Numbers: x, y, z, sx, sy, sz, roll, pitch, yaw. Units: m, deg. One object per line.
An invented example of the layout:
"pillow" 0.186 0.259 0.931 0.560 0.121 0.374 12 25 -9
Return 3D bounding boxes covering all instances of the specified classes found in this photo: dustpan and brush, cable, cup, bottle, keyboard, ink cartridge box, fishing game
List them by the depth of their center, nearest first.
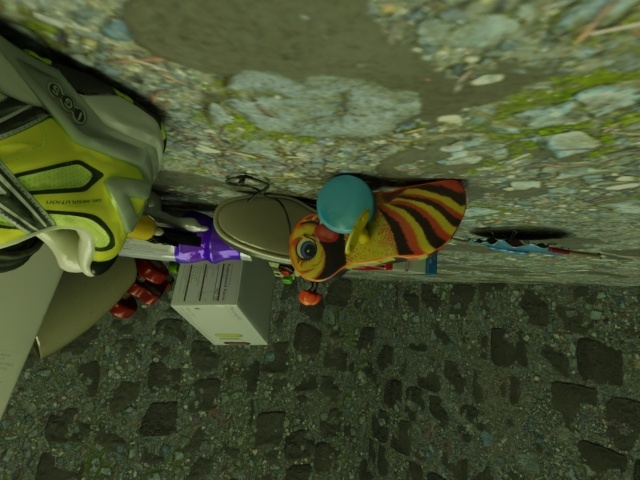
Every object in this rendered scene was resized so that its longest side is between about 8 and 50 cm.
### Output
"cable" -0.274 -0.047 0.474 0.072 0.139 0.287 -37 -178 5
"keyboard" -0.262 -0.014 0.670 0.108 0.023 0.180 18 -176 32
"dustpan and brush" -0.285 -0.051 0.718 0.212 0.060 0.147 5 173 1
"bottle" -0.264 -0.009 0.832 0.283 0.092 0.118 6 -160 1
"fishing game" 0.384 0.005 0.851 0.189 0.041 0.264 8 -179 -24
"cup" -0.562 0.058 0.982 0.237 0.330 0.331 -25 -167 -37
"ink cartridge box" 0.173 0.043 1.134 0.231 0.077 0.134 9 171 -34

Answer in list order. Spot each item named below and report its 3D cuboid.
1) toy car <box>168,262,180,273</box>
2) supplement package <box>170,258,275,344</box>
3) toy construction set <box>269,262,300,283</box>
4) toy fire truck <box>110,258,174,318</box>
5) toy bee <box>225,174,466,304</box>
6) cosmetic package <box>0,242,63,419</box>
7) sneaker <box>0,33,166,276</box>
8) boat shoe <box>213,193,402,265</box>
"toy car" -0.371 0.027 1.292 0.155 0.148 0.188 16 151 13
"supplement package" -0.214 0.113 1.048 0.145 0.203 0.261 -3 149 9
"toy construction set" -0.142 0.085 1.387 0.329 0.151 0.215 -3 148 3
"toy fire truck" -0.566 0.063 1.261 0.302 0.169 0.254 42 -178 -14
"toy bee" 0.031 0.005 0.571 0.299 0.162 0.195 0 173 35
"cosmetic package" -0.521 0.092 0.650 0.217 0.384 0.156 3 159 41
"sneaker" -0.242 -0.062 0.244 0.145 0.146 0.385 3 172 28
"boat shoe" 0.000 0.000 0.704 0.336 0.112 0.095 4 155 -14
